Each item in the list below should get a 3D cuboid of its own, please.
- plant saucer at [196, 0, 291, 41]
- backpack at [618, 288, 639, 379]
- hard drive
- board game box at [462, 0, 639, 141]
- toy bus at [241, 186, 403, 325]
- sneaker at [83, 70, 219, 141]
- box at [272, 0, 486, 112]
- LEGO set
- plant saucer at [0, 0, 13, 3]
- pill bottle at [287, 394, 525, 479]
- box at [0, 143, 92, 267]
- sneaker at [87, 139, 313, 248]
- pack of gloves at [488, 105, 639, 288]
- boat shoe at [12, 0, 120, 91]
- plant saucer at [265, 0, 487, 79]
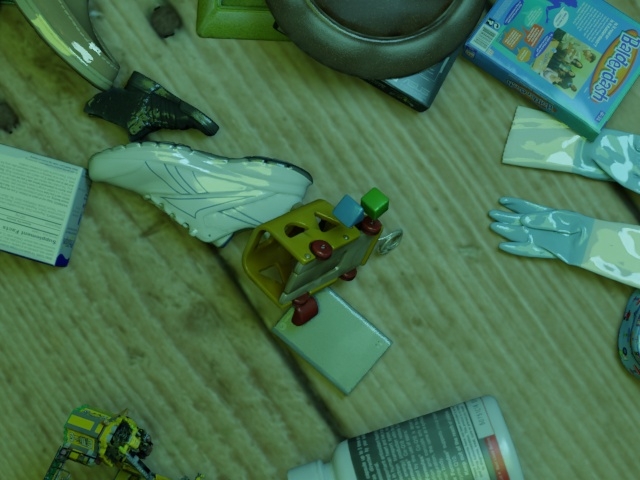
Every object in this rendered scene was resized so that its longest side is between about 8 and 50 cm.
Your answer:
[{"bbox_3d":[-0.071,-0.365,1.831,0.188,0.045,0.188,3,88,3],"label":"plant saucer"},{"bbox_3d":[0.476,0.124,1.751,0.173,0.117,0.158,17,87,6],"label":"backpack"},{"bbox_3d":[0.015,0.127,1.816,0.135,0.022,0.094,41,90,4],"label":"hard drive"},{"bbox_3d":[0.317,-0.253,1.792,0.210,0.047,0.160,35,79,7],"label":"board game box"},{"bbox_3d":[-0.006,0.000,1.744,0.191,0.202,0.104,-45,71,-4],"label":"toy bus"},{"bbox_3d":[-0.226,-0.162,1.828,0.170,0.051,0.089,33,89,8],"label":"sneaker"},{"bbox_3d":[0.081,-0.303,1.789,0.232,0.059,0.183,28,84,-7],"label":"box"},{"bbox_3d":[-0.242,0.378,1.670,0.192,0.255,0.331,13,55,28],"label":"LEGO set"},{"bbox_3d":[-0.426,-0.354,1.861,0.192,0.018,0.067,6,88,2],"label":"plant saucer"},{"bbox_3d":[0.110,0.312,1.734,0.283,0.161,0.161,-18,87,2],"label":"pill bottle"},{"bbox_3d":[-0.385,-0.046,1.817,0.126,0.072,0.137,16,87,3],"label":"box"},{"bbox_3d":[-0.164,-0.060,1.794,0.297,0.111,0.129,10,93,4],"label":"sneaker"},{"bbox_3d":[0.347,-0.055,1.808,0.232,0.046,0.195,16,87,14],"label":"pack of gloves"},{"bbox_3d":[-0.356,-0.350,1.788,0.110,0.121,0.341,-36,85,1],"label":"boat shoe"},{"bbox_3d":[0.074,-0.362,1.738,0.310,0.050,0.311,1,86,-8],"label":"plant saucer"}]
